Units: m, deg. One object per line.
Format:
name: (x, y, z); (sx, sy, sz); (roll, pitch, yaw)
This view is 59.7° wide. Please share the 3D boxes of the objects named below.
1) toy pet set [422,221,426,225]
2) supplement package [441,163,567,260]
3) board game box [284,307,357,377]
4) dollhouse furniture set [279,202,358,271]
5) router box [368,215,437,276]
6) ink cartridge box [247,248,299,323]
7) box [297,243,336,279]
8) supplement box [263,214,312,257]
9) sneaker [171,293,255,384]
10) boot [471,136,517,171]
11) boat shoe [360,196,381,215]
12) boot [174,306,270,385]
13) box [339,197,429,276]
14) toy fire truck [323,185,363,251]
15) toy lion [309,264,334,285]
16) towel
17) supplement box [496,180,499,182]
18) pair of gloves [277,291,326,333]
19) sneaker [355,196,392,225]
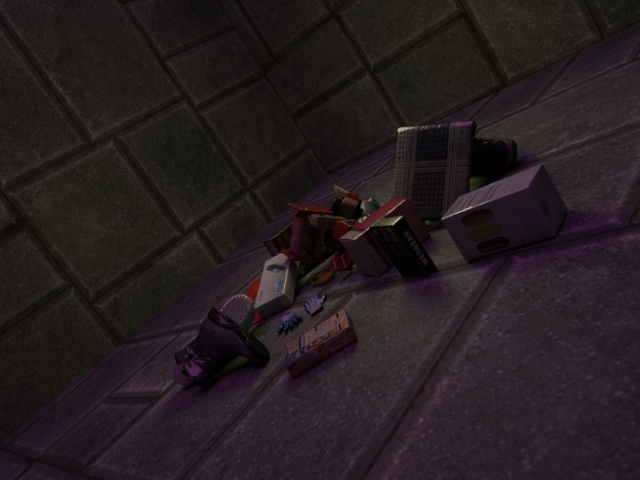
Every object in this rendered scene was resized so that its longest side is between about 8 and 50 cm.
toy pet set: (0.318, -0.074, 1.941); (0.114, 0.065, 0.122); (-34, 11, -4)
supplement package: (0.449, -0.063, 1.372); (0.244, 0.139, 0.134); (-23, 14, 45)
board game box: (-0.002, 0.267, 1.468); (0.193, 0.045, 0.147); (-32, 11, 5)
dollhouse furniture set: (0.000, 0.000, 1.984); (0.152, 0.201, 0.374); (4, 12, -25)
router box: (0.225, 0.019, 1.534); (0.046, 0.179, 0.133); (-40, 14, -19)
ink cartridge box: (-0.209, 0.185, 2.137); (0.261, 0.066, 0.296); (-29, 27, 21)
box: (-0.055, 0.055, 2.399); (0.293, 0.073, 0.295); (-37, 13, -15)
supplement box: (-0.109, -0.012, 2.328); (0.239, 0.130, 0.073); (-40, 16, -31)
sneaker: (-0.347, 0.359, 1.920); (0.366, 0.135, 0.150); (-46, -26, -11)
boot: (0.480, -0.304, 2.004); (0.284, 0.138, 0.377); (-4, 10, -18)
boat shoe: (0.186, -0.110, 2.330); (0.105, 0.113, 0.306); (-37, 8, 16)
boot: (-0.308, 0.363, 1.727); (0.223, 0.118, 0.338); (-54, 35, -11)
box: (0.205, -0.011, 1.782); (0.232, 0.148, 0.127); (-38, 13, -16)
toy fire truck: (0.086, -0.105, 2.237); (0.246, 0.158, 0.217); (-59, -10, -60)
toy lion: (0.007, 0.136, 2.019); (0.100, 0.034, 0.096); (-31, 20, 15)
towel: (0.365, -0.220, 1.817); (0.056, 0.324, 0.312); (6, 0, -42)
supplement box: (0.521, -0.141, 1.723); (0.083, 0.043, 0.055); (-25, 13, 32)
pair of gloves: (-0.060, 0.232, 1.821); (0.198, 0.023, 0.159); (-35, 12, -2)
sneaker: (0.282, -0.089, 2.041); (0.341, 0.125, 0.139); (-38, 29, 2)
